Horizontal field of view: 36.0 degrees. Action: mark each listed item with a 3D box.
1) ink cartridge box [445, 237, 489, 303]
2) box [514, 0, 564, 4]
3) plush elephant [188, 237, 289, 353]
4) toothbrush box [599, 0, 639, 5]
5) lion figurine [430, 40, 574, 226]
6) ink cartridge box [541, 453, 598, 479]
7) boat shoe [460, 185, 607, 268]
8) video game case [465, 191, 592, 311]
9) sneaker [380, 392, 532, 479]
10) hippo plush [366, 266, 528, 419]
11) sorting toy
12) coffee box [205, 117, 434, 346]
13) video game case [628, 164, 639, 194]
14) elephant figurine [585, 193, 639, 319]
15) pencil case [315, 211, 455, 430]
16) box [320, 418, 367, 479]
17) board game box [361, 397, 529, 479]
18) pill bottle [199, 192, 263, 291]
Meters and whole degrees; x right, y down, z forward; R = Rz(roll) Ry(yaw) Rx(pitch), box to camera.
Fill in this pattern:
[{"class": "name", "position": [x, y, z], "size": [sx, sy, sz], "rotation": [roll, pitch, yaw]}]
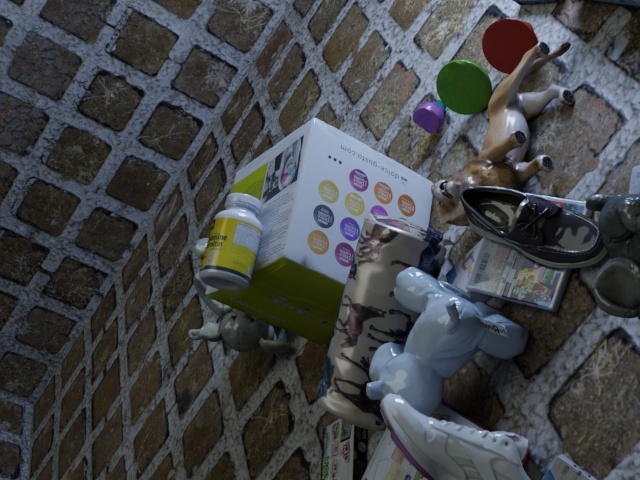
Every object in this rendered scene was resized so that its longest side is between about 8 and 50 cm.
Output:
[{"class": "ink cartridge box", "position": [0.301, 0.063, 1.859], "size": [0.122, 0.052, 0.088], "rotation": [-47, 31, 28]}, {"class": "box", "position": [0.509, -0.621, 2.110], "size": [0.233, 0.044, 0.159], "rotation": [-64, 25, -1]}, {"class": "plush elephant", "position": [-0.189, 0.163, 2.454], "size": [0.255, 0.272, 0.329], "rotation": [-99, 12, -70]}, {"class": "toothbrush box", "position": [0.567, -0.566, 1.836], "size": [0.216, 0.126, 0.295], "rotation": [-62, 30, 3]}, {"class": "lion figurine", "position": [0.364, -0.206, 1.932], "size": [0.392, 0.142, 0.240], "rotation": [-61, 14, -28]}, {"class": "ink cartridge box", "position": [0.374, 0.360, 1.448], "size": [0.083, 0.028, 0.048], "rotation": [36, 102, 24]}, {"class": "boat shoe", "position": [0.358, -0.030, 1.693], "size": [0.285, 0.092, 0.102], "rotation": [24, 83, 43]}, {"class": "video game case", "position": [0.369, 0.015, 1.744], "size": [0.183, 0.023, 0.201], "rotation": [13, 77, 43]}, {"class": "sneaker", "position": [0.229, 0.329, 1.528], "size": [0.152, 0.305, 0.114], "rotation": [-49, -8, -3]}, {"class": "hippo plush", "position": [0.210, 0.210, 1.691], "size": [0.236, 0.234, 0.294], "rotation": [-62, 18, 6]}, {"class": "sorting toy", "position": [0.349, -0.370, 2.152], "size": [0.365, 0.127, 0.126], "rotation": [-41, 5, 44]}, {"class": "coffee box", "position": [0.000, 0.000, 2.147], "size": [0.338, 0.338, 0.334], "rotation": [-26, 46, 51]}, {"class": "video game case", "position": [0.556, -0.059, 1.532], "size": [0.190, 0.022, 0.173], "rotation": [-18, 50, 55]}, {"class": "elephant figurine", "position": [0.480, 0.053, 1.422], "size": [0.186, 0.170, 0.239], "rotation": [-27, -64, -80]}, {"class": "pencil case", "position": [0.121, 0.161, 1.894], "size": [0.160, 0.184, 0.410], "rotation": [-140, 66, -88]}, {"class": "box", "position": [0.046, 0.457, 1.988], "size": [0.114, 0.036, 0.207], "rotation": [-39, 35, 41]}, {"class": "board game box", "position": [0.200, 0.409, 1.713], "size": [0.242, 0.064, 0.316], "rotation": [-64, 26, -1]}, {"class": "pill bottle", "position": [-0.173, 0.003, 1.968], "size": [0.103, 0.103, 0.184], "rotation": [-20, 52, 55]}]
